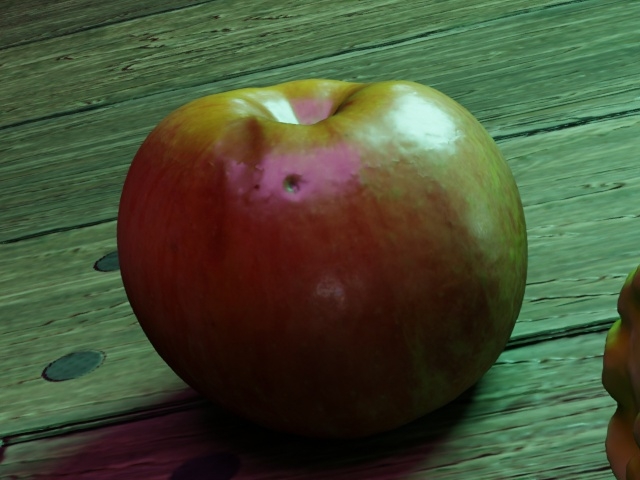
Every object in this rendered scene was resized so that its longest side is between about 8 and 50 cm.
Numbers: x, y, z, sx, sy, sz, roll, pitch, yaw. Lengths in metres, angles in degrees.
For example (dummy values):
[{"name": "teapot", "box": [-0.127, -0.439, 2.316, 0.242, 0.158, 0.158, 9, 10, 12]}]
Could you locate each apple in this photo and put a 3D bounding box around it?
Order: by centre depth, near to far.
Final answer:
[{"name": "apple", "box": [0.000, 0.000, 0.825, 0.209, 0.164, 0.209, -11, 22, 4]}]

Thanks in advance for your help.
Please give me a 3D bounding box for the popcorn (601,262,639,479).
[{"name": "popcorn", "box": [0.198, 0.048, 0.595, 0.185, 0.167, 0.187, 15, 66, 11]}]
